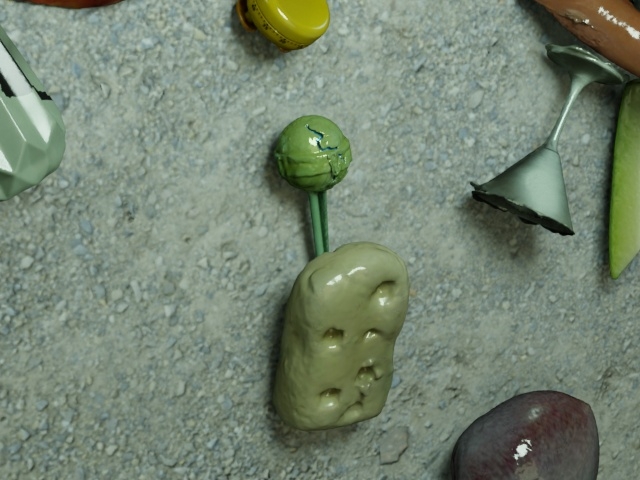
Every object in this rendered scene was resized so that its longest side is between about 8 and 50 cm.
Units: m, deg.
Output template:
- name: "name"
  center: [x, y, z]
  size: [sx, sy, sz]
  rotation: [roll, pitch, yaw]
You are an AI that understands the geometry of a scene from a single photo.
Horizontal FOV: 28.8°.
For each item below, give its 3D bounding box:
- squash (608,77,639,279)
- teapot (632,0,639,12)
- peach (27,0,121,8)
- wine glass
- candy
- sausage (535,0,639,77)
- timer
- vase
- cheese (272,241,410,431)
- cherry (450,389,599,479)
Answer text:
- name: "squash"
  center: [0.516, -0.094, 1.796]
  size: [0.203, 0.111, 0.289]
  rotation: [0, 101, 7]
- name: "teapot"
  center: [0.557, -0.425, 1.682]
  size: [0.305, 0.223, 0.285]
  rotation: [-13, 102, -19]
- name: "peach"
  center: [-0.247, -0.351, 1.390]
  size: [0.279, 0.068, 0.189]
  rotation: [-36, 114, -13]
- name: "wine glass"
  center: [0.315, -0.137, 1.679]
  size: [0.156, 0.156, 0.232]
  rotation: [24, 89, -29]
- name: "candy"
  center: [0.000, 0.000, 1.605]
  size: [0.093, 0.092, 0.336]
  rotation: [-41, 133, -53]
- name: "sausage"
  center: [0.363, -0.296, 1.625]
  size: [0.326, 0.087, 0.079]
  rotation: [39, 58, 10]
- name: "timer"
  center: [-0.032, -0.285, 1.486]
  size: [0.107, 0.109, 0.107]
  rotation: [24, 49, -32]
- name: "vase"
  center: [-0.406, -0.215, 1.307]
  size: [0.165, 0.165, 0.360]
  rotation: [-30, 110, -16]
- name: "cheese"
  center: [0.031, 0.126, 1.606]
  size: [0.159, 0.093, 0.263]
  rotation: [-7, 122, -27]
- name: "cherry"
  center: [0.288, 0.326, 1.757]
  size: [0.266, 0.183, 0.213]
  rotation: [-40, 125, -9]
